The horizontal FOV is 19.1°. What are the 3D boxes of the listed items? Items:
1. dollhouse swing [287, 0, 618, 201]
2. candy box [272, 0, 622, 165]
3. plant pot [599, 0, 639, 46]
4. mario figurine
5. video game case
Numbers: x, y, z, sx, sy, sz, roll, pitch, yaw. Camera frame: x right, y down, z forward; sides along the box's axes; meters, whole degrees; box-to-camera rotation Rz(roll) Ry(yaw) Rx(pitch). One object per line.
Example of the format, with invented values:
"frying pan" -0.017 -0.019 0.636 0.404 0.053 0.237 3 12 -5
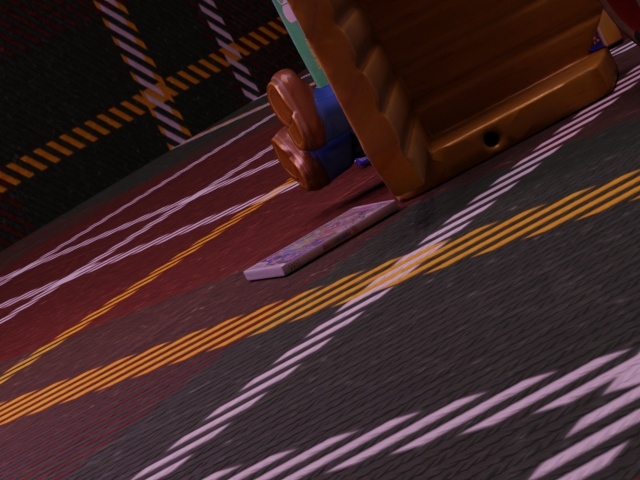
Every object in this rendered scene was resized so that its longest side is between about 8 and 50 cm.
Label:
"dollhouse swing" 0.103 -0.237 1.594 0.315 0.347 0.305 -28 7 -6
"candy box" 0.125 -0.268 2.026 0.317 0.268 0.122 -26 12 10
"plant pot" 0.320 -0.251 1.568 0.174 0.191 0.191 -35 10 -16
"mario figurine" 0.092 -0.176 1.852 0.320 0.170 0.198 -25 3 -16
"video game case" 0.000 0.000 1.633 0.122 0.011 0.087 -31 9 -23
